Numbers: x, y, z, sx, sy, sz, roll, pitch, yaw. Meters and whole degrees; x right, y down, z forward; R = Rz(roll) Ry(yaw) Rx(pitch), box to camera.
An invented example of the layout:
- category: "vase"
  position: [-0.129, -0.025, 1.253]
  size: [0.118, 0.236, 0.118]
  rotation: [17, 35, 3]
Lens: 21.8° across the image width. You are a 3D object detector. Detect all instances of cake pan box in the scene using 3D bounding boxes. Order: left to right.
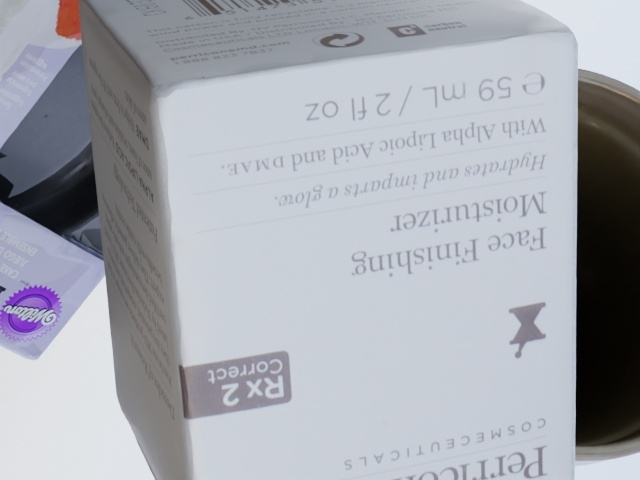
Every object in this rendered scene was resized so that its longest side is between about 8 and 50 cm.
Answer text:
- category: "cake pan box"
  position: [-0.162, -0.090, 0.795]
  size: [0.246, 0.267, 0.070]
  rotation: [-49, -137, 6]

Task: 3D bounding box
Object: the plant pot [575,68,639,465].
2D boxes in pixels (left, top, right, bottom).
- category: "plant pot"
  position: [0.162, 0.052, 1.427]
  size: [0.280, 0.323, 0.323]
  rotation: [130, -23, -67]

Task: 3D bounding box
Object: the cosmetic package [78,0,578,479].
- category: "cosmetic package"
  position: [0.000, 0.000, 0.635]
  size: [0.151, 0.151, 0.184]
  rotation: [-132, -145, -64]
